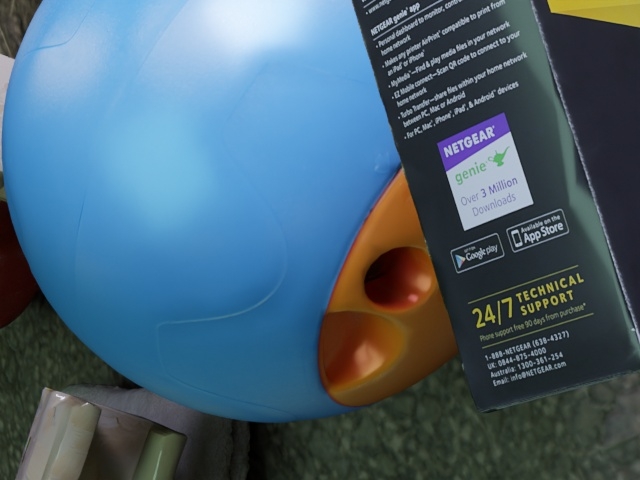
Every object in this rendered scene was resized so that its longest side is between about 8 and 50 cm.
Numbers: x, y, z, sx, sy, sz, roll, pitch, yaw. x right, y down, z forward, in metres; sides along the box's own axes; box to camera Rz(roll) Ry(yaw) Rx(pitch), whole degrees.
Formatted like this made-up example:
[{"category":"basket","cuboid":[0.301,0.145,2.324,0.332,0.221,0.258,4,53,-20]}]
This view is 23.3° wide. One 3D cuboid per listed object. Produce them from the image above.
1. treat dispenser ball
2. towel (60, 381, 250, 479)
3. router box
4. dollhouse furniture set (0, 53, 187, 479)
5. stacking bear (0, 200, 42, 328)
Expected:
[{"category":"treat dispenser ball","cuboid":[-0.022,-0.048,0.822,0.288,0.288,0.288,13,108,45]},{"category":"towel","cuboid":[-0.129,0.242,1.119,0.187,0.049,0.282,-5,76,38]},{"category":"router box","cuboid":[0.152,-0.086,0.611,0.081,0.309,0.243,-23,81,48]},{"category":"dollhouse furniture set","cuboid":[-0.287,0.075,1.049,0.256,0.362,0.394,2,72,69]},{"category":"stacking bear","cuboid":[-0.344,-0.023,1.283,0.289,0.175,0.164,30,117,31]}]
